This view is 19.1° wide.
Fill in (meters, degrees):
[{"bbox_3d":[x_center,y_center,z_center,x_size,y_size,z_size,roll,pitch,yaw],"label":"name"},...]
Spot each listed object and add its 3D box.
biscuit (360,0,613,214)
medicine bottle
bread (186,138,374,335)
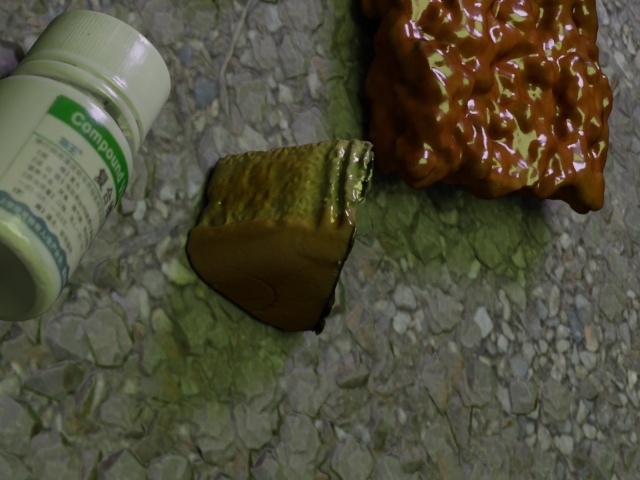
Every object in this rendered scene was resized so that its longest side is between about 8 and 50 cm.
[{"bbox_3d":[0.172,-0.187,1.927,0.312,0.110,0.318,6,74,-43],"label":"biscuit"},{"bbox_3d":[-0.217,-0.062,1.482,0.139,0.139,0.237,48,48,-24],"label":"medicine bottle"},{"bbox_3d":[0.000,0.000,1.687,0.160,0.169,0.140,47,47,-44],"label":"bread"}]
